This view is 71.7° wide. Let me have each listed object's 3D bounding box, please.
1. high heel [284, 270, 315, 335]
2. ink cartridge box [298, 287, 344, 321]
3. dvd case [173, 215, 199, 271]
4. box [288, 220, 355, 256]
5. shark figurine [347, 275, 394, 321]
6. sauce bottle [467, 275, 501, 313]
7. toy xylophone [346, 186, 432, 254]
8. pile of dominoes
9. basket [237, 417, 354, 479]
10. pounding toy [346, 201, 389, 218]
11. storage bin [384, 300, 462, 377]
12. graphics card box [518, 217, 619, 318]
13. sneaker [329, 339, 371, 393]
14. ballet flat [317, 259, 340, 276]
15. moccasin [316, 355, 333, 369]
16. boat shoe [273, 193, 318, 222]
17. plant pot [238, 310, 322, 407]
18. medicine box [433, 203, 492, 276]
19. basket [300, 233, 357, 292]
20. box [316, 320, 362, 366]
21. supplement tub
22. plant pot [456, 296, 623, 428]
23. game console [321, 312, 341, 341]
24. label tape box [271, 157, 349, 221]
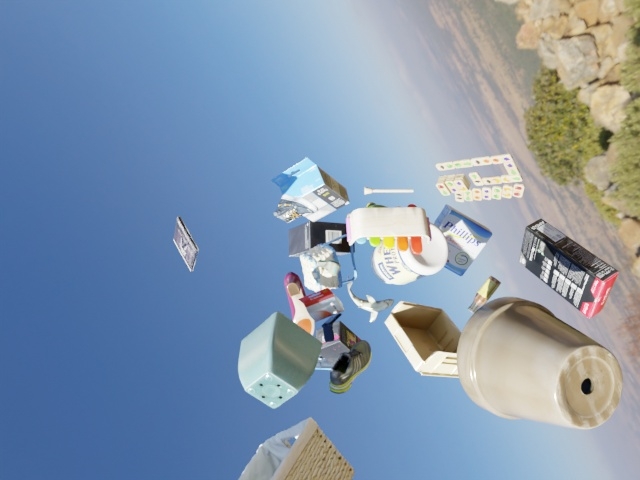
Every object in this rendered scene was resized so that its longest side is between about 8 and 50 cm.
[{"bbox_3d":[-0.110,0.356,2.460,0.181,0.127,0.377,-102,1,-70],"label":"high heel"},{"bbox_3d":[0.007,0.279,1.908,0.179,0.145,0.045,51,-159,-52],"label":"ink cartridge box"},{"bbox_3d":[-0.560,0.019,1.841,0.018,0.221,0.165,-25,-104,-32],"label":"dvd case"},{"bbox_3d":[0.000,0.000,2.607,0.296,0.294,0.183,3,-101,-28],"label":"box"},{"bbox_3d":[0.244,0.319,2.381,0.278,0.166,0.116,26,-160,12],"label":"shark figurine"},{"bbox_3d":[0.507,0.170,1.378,0.042,0.128,0.042,37,-173,-5],"label":"sauce bottle"},{"bbox_3d":[0.256,-0.078,1.626,0.081,0.322,0.236,95,-178,-65],"label":"toy xylophone"},{"bbox_3d":[0.483,-0.172,1.351,0.196,0.251,0.040,42,-118,-36],"label":"pile of dominoes"},{"bbox_3d":[-0.110,0.863,1.546,0.266,0.328,0.331,47,-145,-1],"label":"basket"},{"bbox_3d":[0.273,-0.134,2.290,0.183,0.236,0.110,47,-142,-34],"label":"pounding toy"},{"bbox_3d":[0.416,0.373,1.681,0.260,0.123,0.262,15,-153,-33],"label":"storage bin"},{"bbox_3d":[0.981,0.106,1.785,0.371,0.094,0.233,50,163,44],"label":"graphics card box"},{"bbox_3d":[0.137,0.532,1.947,0.300,0.111,0.121,-43,-43,-47],"label":"sneaker"},{"bbox_3d":[0.025,0.115,1.808,0.072,0.068,0.213,18,174,-13],"label":"ballet flat"},{"bbox_3d":[0.010,0.712,2.688,0.138,0.341,0.117,-5,-83,-86],"label":"moccasin"},{"bbox_3d":[-0.081,-0.094,1.437,0.065,0.083,0.183,35,170,-37],"label":"boat shoe"},{"bbox_3d":[-0.169,0.480,1.699,0.247,0.248,0.252,40,-153,-17],"label":"plant pot"},{"bbox_3d":[0.726,-0.003,2.404,0.263,0.289,0.149,29,-161,-2],"label":"medicine box"},{"bbox_3d":[0.051,0.120,2.255,0.201,0.288,0.255,25,127,63],"label":"basket"},{"bbox_3d":[0.116,0.581,2.393,0.270,0.165,0.143,46,-151,-31],"label":"box"},{"bbox_3d":[0.382,0.065,1.960,0.235,0.325,0.236,6,-109,-20],"label":"supplement tub"},{"bbox_3d":[0.552,0.321,1.101,0.323,0.323,0.280,59,168,-9],"label":"plant pot"},{"bbox_3d":[0.056,0.386,1.959,0.071,0.107,0.122,51,155,0],"label":"game console"},{"bbox_3d":[-0.049,-0.241,2.218,0.333,0.240,0.106,30,-138,-46],"label":"label tape box"}]
